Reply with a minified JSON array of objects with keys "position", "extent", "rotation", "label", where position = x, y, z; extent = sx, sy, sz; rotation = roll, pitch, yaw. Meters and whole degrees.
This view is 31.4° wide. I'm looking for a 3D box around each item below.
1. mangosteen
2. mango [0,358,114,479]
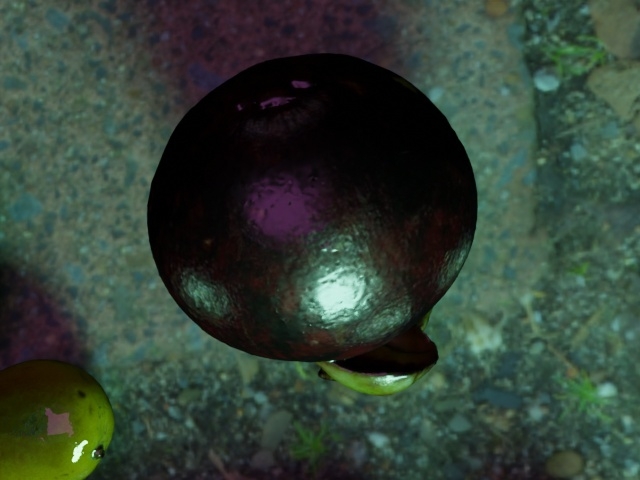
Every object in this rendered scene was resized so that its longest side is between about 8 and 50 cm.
[{"position":[0.000,0.000,0.801],"extent":[0.228,0.228,0.265],"rotation":[-9,124,12],"label":"mangosteen"},{"position":[-0.238,0.147,0.898],"extent":[0.161,0.076,0.103],"rotation":[-6,89,16],"label":"mango"}]
